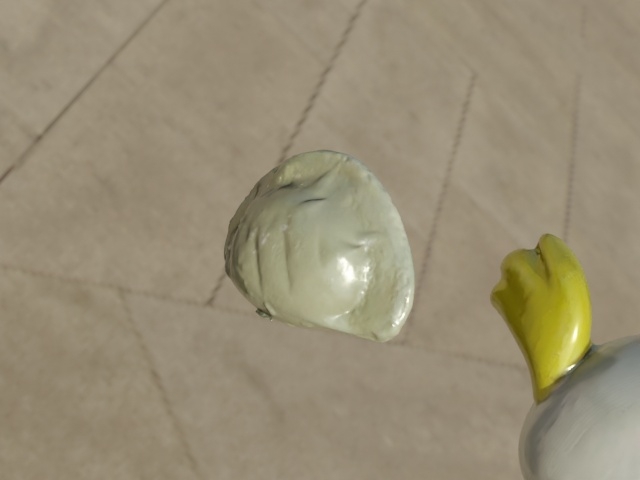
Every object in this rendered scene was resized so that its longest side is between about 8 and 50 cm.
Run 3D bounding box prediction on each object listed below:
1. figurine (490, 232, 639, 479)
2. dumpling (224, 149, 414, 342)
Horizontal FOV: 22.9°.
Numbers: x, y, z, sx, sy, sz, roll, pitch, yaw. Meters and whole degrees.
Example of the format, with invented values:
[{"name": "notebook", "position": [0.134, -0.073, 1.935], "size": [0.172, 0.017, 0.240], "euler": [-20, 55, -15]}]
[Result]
[{"name": "figurine", "position": [0.140, 0.036, 0.460], "size": [0.130, 0.178, 0.109], "euler": [64, 22, -2]}, {"name": "dumpling", "position": [-0.001, -0.001, 0.521], "size": [0.043, 0.059, 0.077], "euler": [20, 7, -28]}]
